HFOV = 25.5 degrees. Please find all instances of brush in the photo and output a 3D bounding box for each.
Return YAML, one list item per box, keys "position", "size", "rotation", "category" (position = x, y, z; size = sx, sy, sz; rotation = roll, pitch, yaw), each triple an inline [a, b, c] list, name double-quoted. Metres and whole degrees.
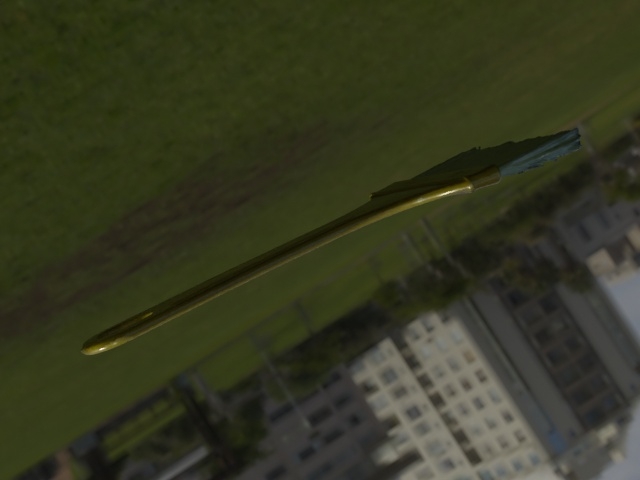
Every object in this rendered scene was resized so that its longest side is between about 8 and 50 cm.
- position: [0.000, 0.000, 0.543]
  size: [0.205, 0.011, 0.083]
  rotation: [-24, -172, -24]
  category: "brush"
